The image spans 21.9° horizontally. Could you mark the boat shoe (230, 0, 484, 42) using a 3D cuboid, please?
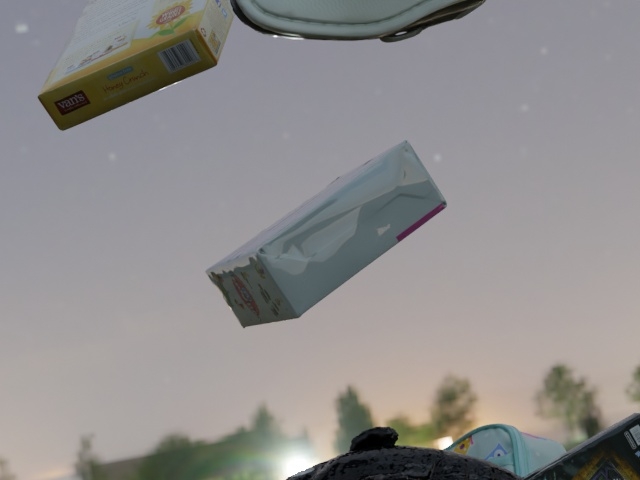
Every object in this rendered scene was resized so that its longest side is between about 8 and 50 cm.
[{"bbox_3d":[0.048,-0.211,1.366,0.302,0.114,0.091,-12,-12,-30],"label":"boat shoe"}]

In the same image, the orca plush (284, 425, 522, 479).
[{"bbox_3d":[0.085,0.249,1.525,0.287,0.151,0.102,13,-13,15],"label":"orca plush"}]

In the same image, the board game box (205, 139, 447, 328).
[{"bbox_3d":[0.000,0.000,1.983,0.224,0.097,0.303,-35,5,-15],"label":"board game box"}]

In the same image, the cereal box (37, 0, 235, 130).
[{"bbox_3d":[-0.158,-0.209,1.560,0.173,0.047,0.240,-20,29,22],"label":"cereal box"}]

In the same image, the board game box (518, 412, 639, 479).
[{"bbox_3d":[0.268,0.261,1.432,0.126,0.186,0.026,-29,-3,-5],"label":"board game box"}]

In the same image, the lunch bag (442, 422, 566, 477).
[{"bbox_3d":[0.155,0.330,1.791,0.107,0.224,0.279,18,-36,-35],"label":"lunch bag"}]
